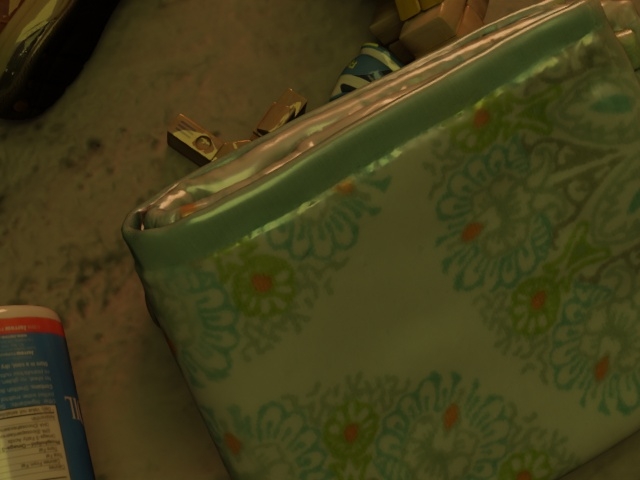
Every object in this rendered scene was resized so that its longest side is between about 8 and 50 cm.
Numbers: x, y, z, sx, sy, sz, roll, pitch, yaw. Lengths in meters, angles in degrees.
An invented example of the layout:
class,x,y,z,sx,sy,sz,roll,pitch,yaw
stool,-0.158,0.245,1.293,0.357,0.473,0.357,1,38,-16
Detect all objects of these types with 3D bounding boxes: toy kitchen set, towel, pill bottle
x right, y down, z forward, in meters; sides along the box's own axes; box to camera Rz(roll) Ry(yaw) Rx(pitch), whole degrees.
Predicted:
class,x,y,z,sx,sy,sz,roll,pitch,yaw
toy kitchen set,-0.061,-0.093,1.150,0.075,0.068,0.083,35,74,5
towel,0.090,0.041,1.038,0.374,0.090,0.320,-27,113,-11
pill bottle,-0.215,0.164,1.038,0.124,0.124,0.221,-12,77,-8

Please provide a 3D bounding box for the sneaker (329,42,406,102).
class,x,y,z,sx,sy,sz,roll,pitch,yaw
sneaker,0.068,-0.086,1.170,0.144,0.053,0.059,42,74,15

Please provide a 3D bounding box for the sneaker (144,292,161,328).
class,x,y,z,sx,sy,sz,roll,pitch,yaw
sneaker,0.000,0.000,1.113,0.267,0.106,0.101,-18,78,-8

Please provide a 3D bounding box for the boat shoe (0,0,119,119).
class,x,y,z,sx,sy,sz,roll,pitch,yaw
boat shoe,-0.183,-0.247,1.157,0.120,0.122,0.324,32,74,9

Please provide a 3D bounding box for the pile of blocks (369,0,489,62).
class,x,y,z,sx,sy,sz,roll,pitch,yaw
pile of blocks,0.021,-0.289,1.180,0.149,0.113,0.362,6,65,-47
